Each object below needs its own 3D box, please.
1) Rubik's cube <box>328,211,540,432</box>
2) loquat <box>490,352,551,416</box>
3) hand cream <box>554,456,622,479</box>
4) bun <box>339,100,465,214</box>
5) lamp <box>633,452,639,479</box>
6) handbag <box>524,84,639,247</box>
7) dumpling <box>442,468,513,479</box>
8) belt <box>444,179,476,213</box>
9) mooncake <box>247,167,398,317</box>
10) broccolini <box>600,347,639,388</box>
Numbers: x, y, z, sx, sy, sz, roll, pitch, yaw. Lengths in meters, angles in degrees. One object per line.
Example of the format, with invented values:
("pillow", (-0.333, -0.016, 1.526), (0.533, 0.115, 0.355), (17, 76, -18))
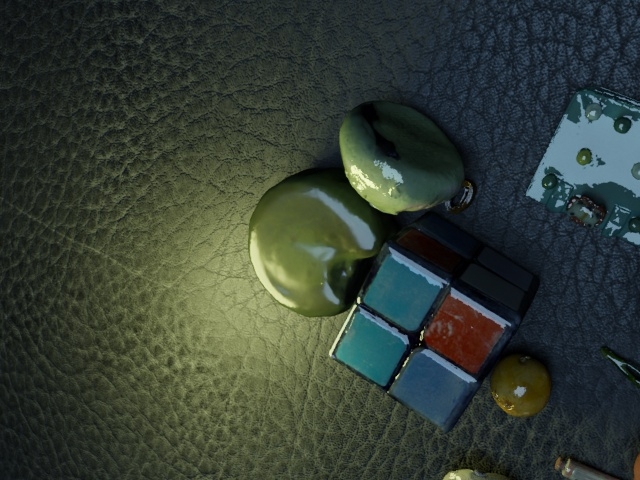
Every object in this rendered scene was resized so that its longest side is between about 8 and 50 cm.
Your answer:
("Rubik's cube", (0.250, 0.164, 1.593), (0.316, 0.313, 0.318), (31, 114, 14))
("loquat", (0.451, 0.326, 1.650), (0.141, 0.141, 0.141), (6, 105, 22))
("hand cream", (0.645, 0.555, 1.676), (0.209, 0.043, 0.067), (24, 114, 11))
("bun", (0.157, -0.158, 1.581), (0.293, 0.293, 0.187), (42, 129, 9))
("lamp", (0.796, 0.525, 1.487), (0.305, 0.239, 0.305), (-35, 47, 49))
("handbag", (0.592, -0.150, 1.484), (0.268, 0.100, 0.274), (27, 112, 14))
("dumpling", (0.404, 0.669, 1.744), (0.293, 0.163, 0.204), (37, 111, -2))
("belt", (0.315, -0.101, 1.654), (0.059, 0.036, 0.083), (37, 115, 18))
("mooncake", (0.000, 0.000, 1.735), (0.351, 0.187, 0.351), (7, 109, 20))
("broccolini", (0.699, 0.302, 1.593), (0.074, 0.058, 0.201), (-48, 66, 11))
